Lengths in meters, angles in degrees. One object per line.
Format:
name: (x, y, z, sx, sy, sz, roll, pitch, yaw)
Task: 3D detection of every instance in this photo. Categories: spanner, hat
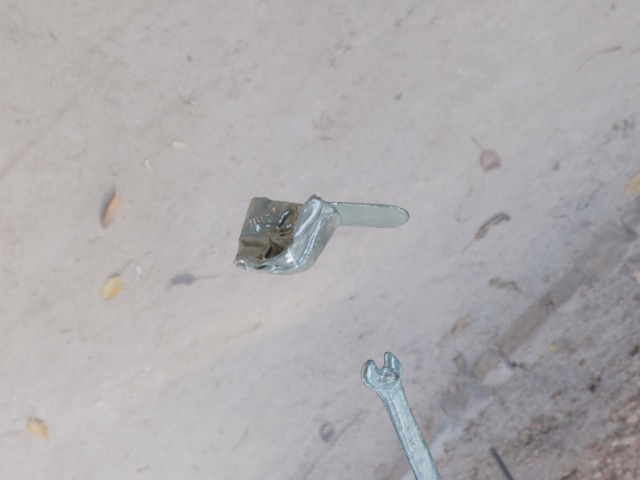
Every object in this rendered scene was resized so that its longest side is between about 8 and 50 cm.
spanner: (0.134, 0.290, 1.138, 0.071, 0.017, 0.302, -28, 104, -21)
hat: (0.000, 0.000, 1.206, 0.244, 0.214, 0.149, 18, 84, -26)
